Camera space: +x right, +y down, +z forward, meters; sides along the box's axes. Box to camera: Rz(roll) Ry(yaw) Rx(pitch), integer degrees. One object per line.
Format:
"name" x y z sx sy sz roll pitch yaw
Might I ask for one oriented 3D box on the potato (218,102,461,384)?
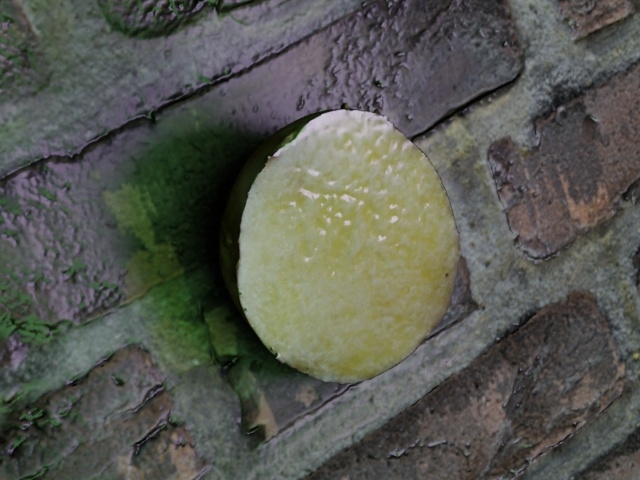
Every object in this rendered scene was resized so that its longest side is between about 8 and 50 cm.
"potato" 0.000 0.000 1.548 0.239 0.116 0.299 -49 129 -14
